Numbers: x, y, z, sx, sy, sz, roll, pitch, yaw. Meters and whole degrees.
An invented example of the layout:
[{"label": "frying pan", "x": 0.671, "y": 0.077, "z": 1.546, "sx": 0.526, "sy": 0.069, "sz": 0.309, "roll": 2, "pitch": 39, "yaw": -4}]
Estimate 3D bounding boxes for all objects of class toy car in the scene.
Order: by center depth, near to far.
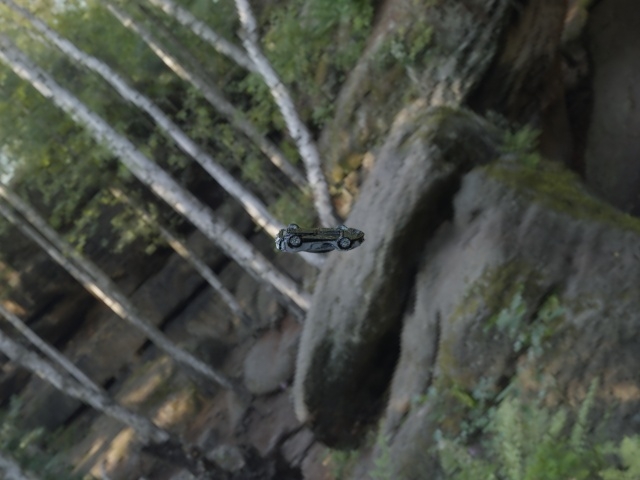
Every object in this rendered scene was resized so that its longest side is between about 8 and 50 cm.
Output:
[{"label": "toy car", "x": 0.000, "y": 0.000, "z": 1.053, "sx": 0.041, "sy": 0.093, "sz": 0.025, "roll": -88, "pitch": 0, "yaw": -70}]
